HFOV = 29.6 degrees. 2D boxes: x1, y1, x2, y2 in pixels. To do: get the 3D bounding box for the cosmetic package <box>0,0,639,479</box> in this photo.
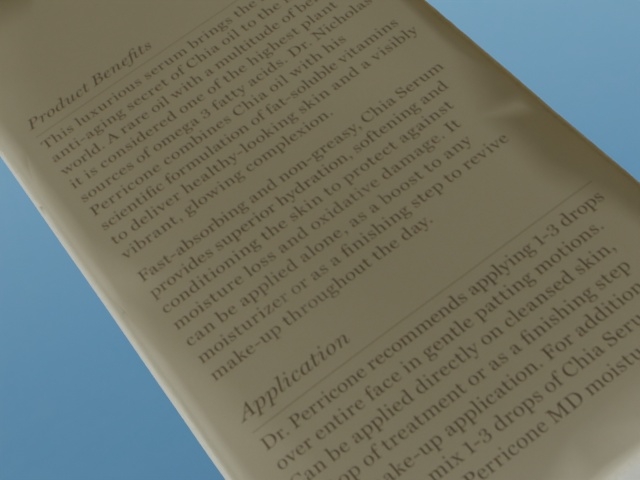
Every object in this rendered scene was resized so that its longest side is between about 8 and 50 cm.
[{"bbox_3d":[0.000,0.000,0.653,0.230,0.161,0.453,-35,-124,-8],"label":"cosmetic package"}]
